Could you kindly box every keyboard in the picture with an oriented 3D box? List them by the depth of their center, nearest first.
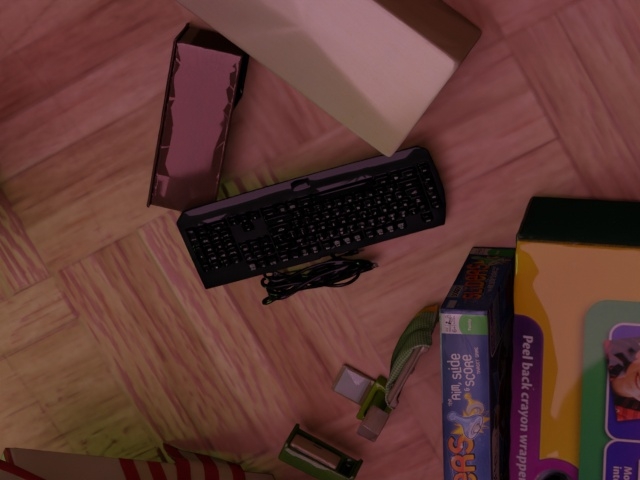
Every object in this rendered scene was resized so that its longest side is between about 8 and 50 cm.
[{"bbox_3d":[0.000,0.000,1.400,0.192,0.038,0.100,-15,127,12],"label":"keyboard"}]

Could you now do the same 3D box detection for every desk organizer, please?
[{"bbox_3d":[-0.088,-0.085,1.407,0.050,0.047,0.130,13,112,3],"label":"desk organizer"}]

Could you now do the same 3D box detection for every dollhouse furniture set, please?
[{"bbox_3d":[0.030,0.106,1.427,0.059,0.076,0.151,29,113,2],"label":"dollhouse furniture set"}]

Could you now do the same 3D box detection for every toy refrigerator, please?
[{"bbox_3d":[-0.030,-0.177,1.333,0.269,0.102,0.094,36,113,0],"label":"toy refrigerator"}]

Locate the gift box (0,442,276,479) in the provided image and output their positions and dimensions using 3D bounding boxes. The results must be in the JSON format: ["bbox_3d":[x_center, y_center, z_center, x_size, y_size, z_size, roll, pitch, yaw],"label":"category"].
[{"bbox_3d":[-0.145,0.287,1.418,0.255,0.276,0.258,7,119,-31],"label":"gift box"}]

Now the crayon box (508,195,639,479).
[{"bbox_3d":[0.293,0.162,1.366,0.313,0.106,0.362,4,109,11],"label":"crayon box"}]

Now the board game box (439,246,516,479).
[{"bbox_3d":[0.115,0.120,1.378,0.035,0.136,0.201,2,108,13],"label":"board game box"}]
